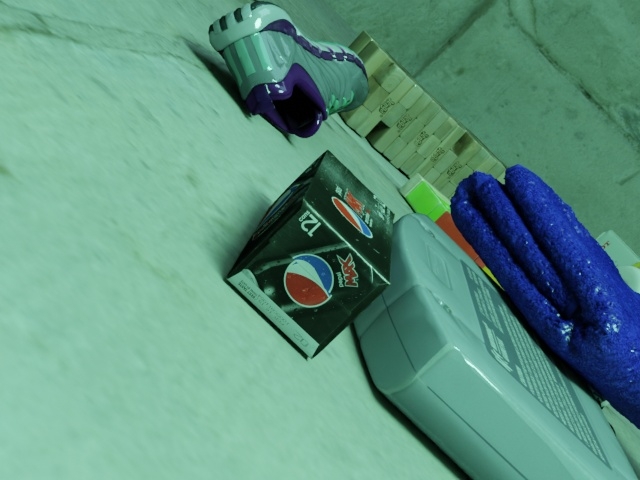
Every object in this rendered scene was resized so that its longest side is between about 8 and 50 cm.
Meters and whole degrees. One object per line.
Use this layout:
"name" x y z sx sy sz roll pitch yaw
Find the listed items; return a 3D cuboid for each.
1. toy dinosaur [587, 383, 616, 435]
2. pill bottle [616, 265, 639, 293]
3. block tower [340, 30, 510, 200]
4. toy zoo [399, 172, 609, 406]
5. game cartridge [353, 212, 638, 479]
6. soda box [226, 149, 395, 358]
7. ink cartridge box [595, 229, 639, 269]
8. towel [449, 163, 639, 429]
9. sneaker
"toy dinosaur" 0.218 0.126 0.924 0.082 0.047 0.090 17 36 -28
"pill bottle" 0.447 0.143 1.436 0.221 0.121 0.121 42 13 -21
"block tower" 0.144 -0.113 1.336 0.335 0.097 0.091 35 16 -34
"toy zoo" 0.205 0.063 1.101 0.192 0.030 0.293 35 16 -42
"game cartridge" 0.102 0.076 0.662 0.196 0.060 0.294 48 11 -8
"soda box" 0.000 0.000 0.560 0.060 0.053 0.169 44 11 -5
"ink cartridge box" 0.443 0.088 1.587 0.072 0.127 0.175 37 15 -39
"towel" 0.244 0.076 0.846 0.308 0.076 0.227 38 13 -37
"sneaker" -0.016 -0.119 0.907 0.224 0.083 0.098 13 55 -61
